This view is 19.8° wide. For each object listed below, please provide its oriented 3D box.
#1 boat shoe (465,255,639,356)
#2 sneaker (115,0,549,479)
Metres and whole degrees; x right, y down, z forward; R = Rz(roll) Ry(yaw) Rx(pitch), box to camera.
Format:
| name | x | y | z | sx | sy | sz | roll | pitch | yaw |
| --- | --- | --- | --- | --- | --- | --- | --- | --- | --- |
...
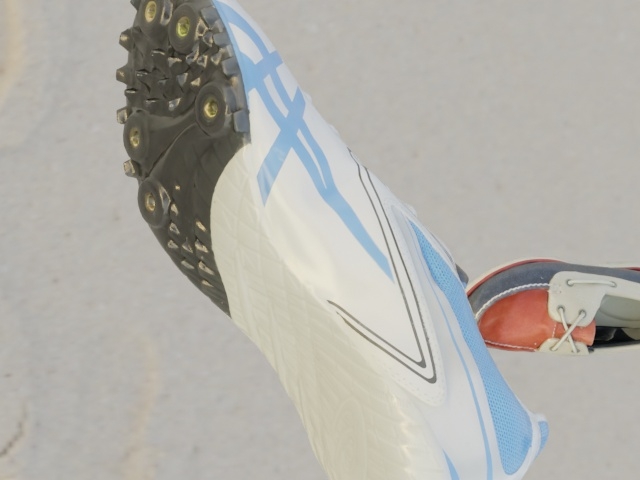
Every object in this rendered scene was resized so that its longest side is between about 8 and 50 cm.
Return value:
| name | x | y | z | sx | sy | sz | roll | pitch | yaw |
| --- | --- | --- | --- | --- | --- | --- | --- | --- | --- |
| boat shoe | 0.129 | 0.037 | 0.918 | 0.137 | 0.043 | 0.049 | -2 | 122 | -30 |
| sneaker | 0.000 | 0.000 | 0.693 | 0.086 | 0.085 | 0.237 | -20 | 75 | -44 |
